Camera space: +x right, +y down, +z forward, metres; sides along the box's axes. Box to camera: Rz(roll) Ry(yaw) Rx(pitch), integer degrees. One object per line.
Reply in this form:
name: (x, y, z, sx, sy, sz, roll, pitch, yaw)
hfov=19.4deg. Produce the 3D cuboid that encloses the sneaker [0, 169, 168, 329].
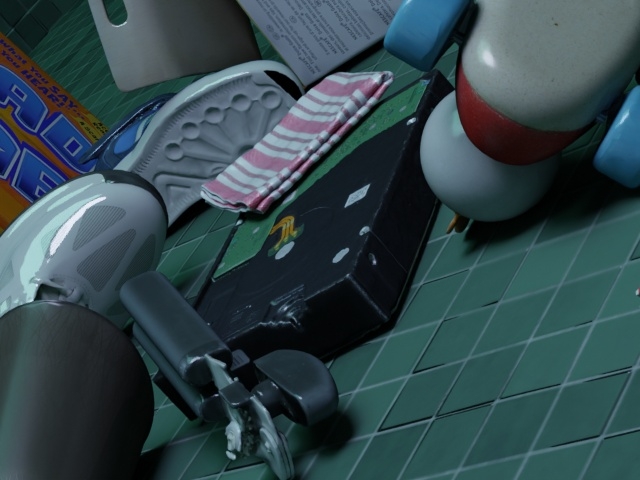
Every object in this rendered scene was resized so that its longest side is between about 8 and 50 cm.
sneaker: (-0.286, 0.142, 1.839, 0.447, 0.169, 0.257, -49, 27, 1)

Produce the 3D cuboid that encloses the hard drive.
hard drive: (0.000, 0.000, 1.679, 0.237, 0.064, 0.339, -29, 22, 32)

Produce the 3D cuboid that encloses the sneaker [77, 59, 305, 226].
sneaker: (-0.141, -0.142, 2.181, 0.323, 0.130, 0.236, -39, 22, 25)

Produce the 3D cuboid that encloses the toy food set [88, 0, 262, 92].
toy food set: (-0.184, -0.288, 2.169, 0.092, 0.219, 0.306, -17, 3, 25)

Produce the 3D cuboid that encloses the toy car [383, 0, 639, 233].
toy car: (0.153, -0.104, 1.481, 0.210, 0.219, 0.238, -58, -4, -42)

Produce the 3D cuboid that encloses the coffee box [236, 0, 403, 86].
coffee box: (0.035, -0.453, 2.202, 0.334, 0.338, 0.337, -31, 19, 26)

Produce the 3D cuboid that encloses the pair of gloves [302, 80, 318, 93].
pair of gloves: (-0.035, -0.177, 2.241, 0.074, 0.010, 0.083, -39, 17, 8)

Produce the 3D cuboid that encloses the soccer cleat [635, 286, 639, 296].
soccer cleat: (0.229, 0.025, 1.216, 0.036, 0.029, 0.083, -34, 14, 33)

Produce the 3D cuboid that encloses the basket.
basket: (-0.230, 0.197, 1.534, 0.154, 0.204, 0.227, 1, 37, 5)

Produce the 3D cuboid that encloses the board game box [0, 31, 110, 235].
board game box: (-0.500, -0.043, 2.259, 0.356, 0.356, 0.356, -41, 17, 23)

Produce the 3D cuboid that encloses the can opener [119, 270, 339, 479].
can opener: (-0.076, 0.101, 1.490, 0.093, 0.074, 0.280, -28, 32, -19)

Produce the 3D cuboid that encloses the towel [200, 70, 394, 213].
towel: (-0.023, -0.100, 1.812, 0.197, 0.029, 0.144, -45, 18, -13)
